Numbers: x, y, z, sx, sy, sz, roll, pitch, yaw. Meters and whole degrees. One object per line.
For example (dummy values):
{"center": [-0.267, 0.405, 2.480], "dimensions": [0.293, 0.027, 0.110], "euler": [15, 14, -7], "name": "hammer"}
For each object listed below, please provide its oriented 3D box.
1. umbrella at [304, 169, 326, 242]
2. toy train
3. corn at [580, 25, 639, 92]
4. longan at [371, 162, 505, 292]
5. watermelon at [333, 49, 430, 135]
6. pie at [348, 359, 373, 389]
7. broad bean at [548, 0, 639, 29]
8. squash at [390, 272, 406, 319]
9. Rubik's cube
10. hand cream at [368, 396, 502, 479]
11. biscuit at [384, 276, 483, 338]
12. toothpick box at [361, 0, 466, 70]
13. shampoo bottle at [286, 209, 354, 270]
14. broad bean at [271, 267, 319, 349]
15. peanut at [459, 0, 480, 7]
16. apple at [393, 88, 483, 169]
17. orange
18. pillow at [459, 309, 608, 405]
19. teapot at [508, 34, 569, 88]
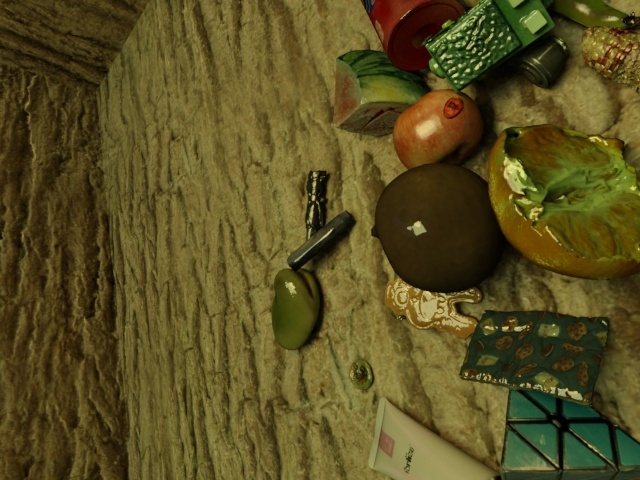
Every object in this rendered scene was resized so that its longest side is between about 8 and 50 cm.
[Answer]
{"center": [-0.019, -0.103, 1.448], "dimensions": [0.066, 0.059, 0.236], "euler": [-176, 90, -67], "name": "umbrella"}
{"center": [0.353, -0.439, 0.985], "dimensions": [0.271, 0.188, 0.159], "euler": [-31, 103, 30], "name": "toy train"}
{"center": [0.595, -0.308, 0.829], "dimensions": [0.290, 0.098, 0.098], "euler": [47, 117, 37], "name": "corn"}
{"center": [0.253, -0.027, 0.997], "dimensions": [0.297, 0.297, 0.297], "euler": [-7, 80, 44], "name": "longan"}
{"center": [0.149, -0.388, 1.249], "dimensions": [0.201, 0.213, 0.262], "euler": [-58, 42, 44], "name": "watermelon"}
{"center": [0.110, 0.372, 1.282], "dimensions": [0.085, 0.017, 0.085], "euler": [-8, 78, 44], "name": "pie"}
{"center": [0.530, -0.493, 0.950], "dimensions": [0.325, 0.067, 0.075], "euler": [55, 152, 32], "name": "broad bean"}
{"center": [0.211, 0.112, 1.192], "dimensions": [0.052, 0.052, 0.183], "euler": [2, 87, 45], "name": "squash"}
{"center": [0.429, 0.384, 0.879], "dimensions": [0.233, 0.229, 0.228], "euler": [-42, 94, -10], "name": "Rubik's cube"}
{"center": [0.246, 0.515, 1.071], "dimensions": [0.358, 0.118, 0.186], "euler": [9, 91, 52], "name": "hand cream"}
{"center": [0.265, 0.146, 1.112], "dimensions": [0.236, 0.040, 0.144], "euler": [7, 84, 30], "name": "biscuit"}
{"center": [0.209, -0.622, 1.173], "dimensions": [0.204, 0.204, 0.333], "euler": [-39, 57, 35], "name": "toothpick box"}
{"center": [0.000, 0.000, 1.375], "dimensions": [0.233, 0.087, 0.049], "euler": [-40, 102, 14], "name": "shampoo bottle"}
{"center": [-0.079, 0.214, 1.440], "dimensions": [0.189, 0.121, 0.263], "euler": [28, 118, 43], "name": "broad bean"}
{"center": [0.386, -0.662, 1.072], "dimensions": [0.196, 0.110, 0.233], "euler": [-36, 60, 49], "name": "peanut"}
{"center": [0.271, -0.253, 1.075], "dimensions": [0.209, 0.209, 0.164], "euler": [-41, 67, 34], "name": "apple"}
{"center": [0.436, -0.071, 0.847], "dimensions": [0.196, 0.262, 0.335], "euler": [-46, 62, 51], "name": "orange"}
{"center": [0.414, 0.215, 0.918], "dimensions": [0.255, 0.034, 0.189], "euler": [-4, 43, 45], "name": "pillow"}
{"center": [0.464, -0.392, 0.981], "dimensions": [0.091, 0.092, 0.124], "euler": [-46, 59, 13], "name": "teapot"}
